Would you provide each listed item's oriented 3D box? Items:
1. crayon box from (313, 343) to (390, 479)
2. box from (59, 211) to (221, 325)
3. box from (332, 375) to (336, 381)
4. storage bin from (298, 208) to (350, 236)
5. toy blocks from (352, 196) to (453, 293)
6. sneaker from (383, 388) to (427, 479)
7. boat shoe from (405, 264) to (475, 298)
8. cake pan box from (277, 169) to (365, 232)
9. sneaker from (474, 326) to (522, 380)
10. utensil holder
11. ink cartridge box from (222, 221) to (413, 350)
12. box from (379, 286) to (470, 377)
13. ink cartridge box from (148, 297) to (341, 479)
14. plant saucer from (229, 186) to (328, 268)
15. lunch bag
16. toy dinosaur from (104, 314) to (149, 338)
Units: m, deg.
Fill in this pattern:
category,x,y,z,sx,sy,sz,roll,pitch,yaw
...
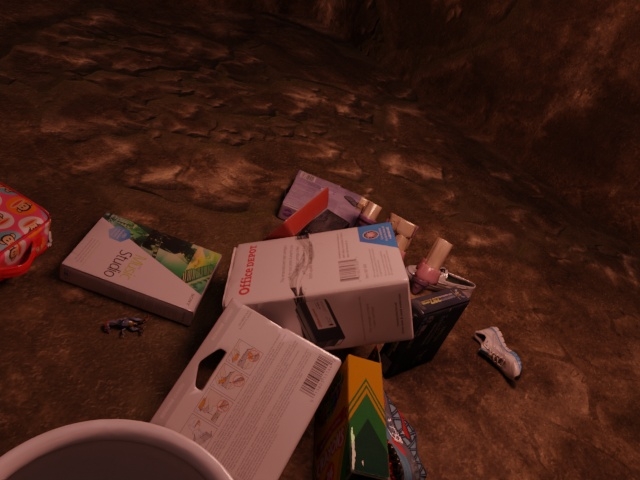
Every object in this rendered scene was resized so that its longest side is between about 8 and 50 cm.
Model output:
category,x,y,z,sx,sy,sz,roll,pitch,yaw
crayon box,0.055,0.381,1.141,0.081,0.202,0.318,17,35,-10
box,-0.429,0.063,1.388,0.322,0.058,0.232,22,35,-6
box,-0.080,0.310,1.286,0.184,0.045,0.191,41,38,20
storage bin,0.000,0.000,1.667,0.084,0.122,0.180,33,36,11
toy blocks,0.190,0.056,1.637,0.309,0.260,0.288,29,7,9
sneaker,0.152,0.431,1.247,0.125,0.104,0.261,21,35,-36
boat shoe,0.380,0.117,1.782,0.226,0.075,0.083,21,35,-5
cake pan box,0.005,-0.113,1.868,0.267,0.070,0.245,22,33,-3
sneaker,0.497,0.324,1.602,0.083,0.071,0.190,2,32,-20
utensil holder,-0.280,0.463,0.673,0.328,0.385,0.327,16,35,-12
ink cartridge box,-0.005,0.112,1.315,0.395,0.166,0.285,-8,27,3
box,0.256,0.231,1.424,0.183,0.232,0.059,-9,45,-40
ink cartridge box,-0.141,0.304,1.113,0.261,0.066,0.296,30,68,5
plant saucer,-0.100,-0.022,1.548,0.047,0.258,0.259,51,36,-3
lunch bag,-0.744,-0.002,1.231,0.258,0.120,0.293,28,35,4
toy dinosaur,-0.435,0.190,1.255,0.082,0.047,0.090,11,3,-5
